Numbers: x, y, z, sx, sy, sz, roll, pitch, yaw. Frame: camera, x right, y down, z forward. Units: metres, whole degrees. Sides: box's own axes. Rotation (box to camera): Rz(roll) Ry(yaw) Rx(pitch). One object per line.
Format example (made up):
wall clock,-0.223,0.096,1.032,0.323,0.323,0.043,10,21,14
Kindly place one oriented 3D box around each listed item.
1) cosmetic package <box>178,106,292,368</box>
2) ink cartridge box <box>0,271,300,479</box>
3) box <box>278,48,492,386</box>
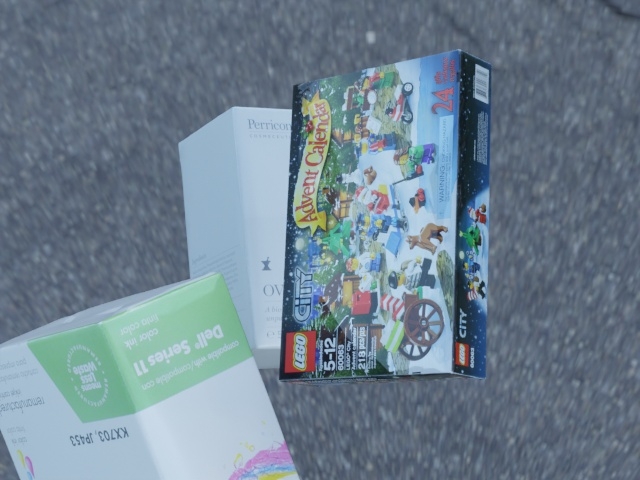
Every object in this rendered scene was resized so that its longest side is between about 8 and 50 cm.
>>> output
cosmetic package,0.000,0.000,1.415,0.224,0.138,0.224,0,76,-29
ink cartridge box,-0.113,0.220,1.144,0.119,0.207,0.353,-24,95,-40
box,0.047,-0.012,1.101,0.159,0.044,0.233,-7,75,39
